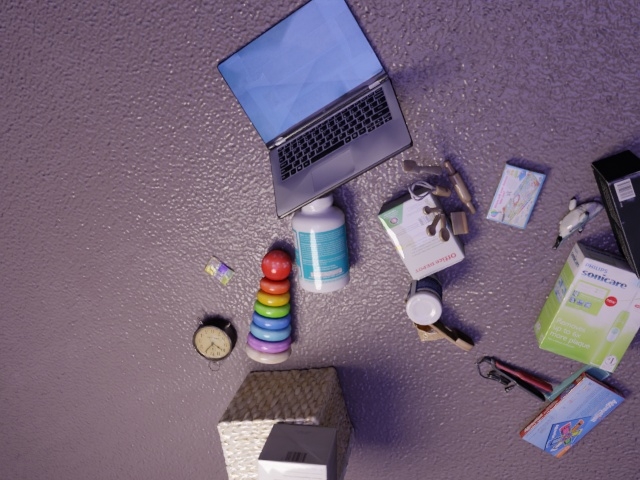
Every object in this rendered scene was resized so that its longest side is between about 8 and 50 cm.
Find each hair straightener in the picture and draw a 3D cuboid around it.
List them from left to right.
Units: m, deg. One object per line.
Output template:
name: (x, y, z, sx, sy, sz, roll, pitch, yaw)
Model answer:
hair straightener: (0.550, 0.412, 1.781, 0.231, 0.047, 0.089, 23, 114, 2)

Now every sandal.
sandal: (0.321, 0.266, 1.749, 0.240, 0.088, 0.079, 32, 108, -7)

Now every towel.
towel: (-0.308, 0.092, 1.851, 0.083, 0.009, 0.060, 38, 113, -4)

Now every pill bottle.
pill bottle: (0.000, 0.000, 1.678, 0.146, 0.146, 0.263, -1, 111, 12)
pill bottle: (0.285, 0.150, 1.665, 0.094, 0.169, 0.094, 4, 113, 10)

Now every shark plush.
shark plush: (0.662, -0.033, 1.582, 0.067, 0.073, 0.161, 14, 112, -27)

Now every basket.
basket: (-0.093, 0.568, 1.830, 0.329, 0.331, 0.266, -7, 104, 14)

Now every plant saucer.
plant saucer: (0.742, 0.417, 1.760, 0.067, 0.018, 0.192, 41, 112, -6)

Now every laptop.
laptop: (-0.031, -0.339, 1.511, 0.382, 0.407, 0.236, -28, 137, 20)

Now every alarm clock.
alarm clock: (-0.332, 0.328, 1.920, 0.130, 0.064, 0.191, 9, 110, 8)

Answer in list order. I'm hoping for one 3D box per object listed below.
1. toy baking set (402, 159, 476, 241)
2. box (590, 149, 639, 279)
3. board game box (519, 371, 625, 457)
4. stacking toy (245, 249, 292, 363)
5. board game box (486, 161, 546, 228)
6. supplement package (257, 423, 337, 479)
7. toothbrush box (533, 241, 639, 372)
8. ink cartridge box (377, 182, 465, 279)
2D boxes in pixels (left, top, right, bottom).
toy baking set: (0.309, -0.115, 1.559, 0.030, 0.197, 0.256, -15, 107, 51)
box: (0.757, -0.066, 1.477, 0.103, 0.184, 0.261, -21, 106, 16)
board game box: (0.729, 0.511, 1.781, 0.145, 0.027, 0.281, 30, 116, -9)
stacking toy: (-0.136, 0.188, 1.795, 0.141, 0.141, 0.330, 11, 108, 7)
board game box: (0.507, -0.116, 1.593, 0.104, 0.026, 0.154, 17, 114, 5)
supplement package: (-0.053, 0.653, 1.580, 0.178, 0.175, 0.292, 1, 104, 9)
toothbrush box: (0.723, 0.176, 1.614, 0.206, 0.122, 0.283, 19, 112, 3)
ink cartridge box: (0.273, -0.022, 1.643, 0.154, 0.093, 0.212, -27, 102, 20)
